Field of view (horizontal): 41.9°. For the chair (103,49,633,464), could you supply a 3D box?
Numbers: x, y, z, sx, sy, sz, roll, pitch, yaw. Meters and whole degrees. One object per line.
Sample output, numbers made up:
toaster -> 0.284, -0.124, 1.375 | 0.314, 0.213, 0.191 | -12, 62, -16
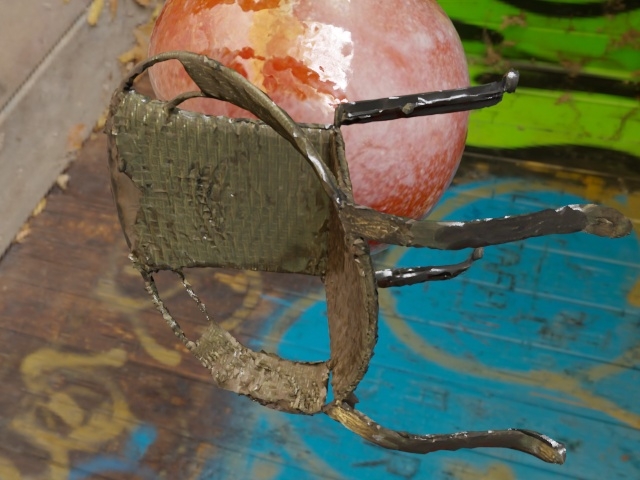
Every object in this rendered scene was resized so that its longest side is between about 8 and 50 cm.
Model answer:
chair -> 0.000, 0.000, 0.378 | 0.149, 0.213, 0.174 | -91, -177, -55

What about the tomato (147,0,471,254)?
tomato -> -0.002, -0.121, 0.679 | 0.227, 0.270, 0.270 | -50, 155, -13
